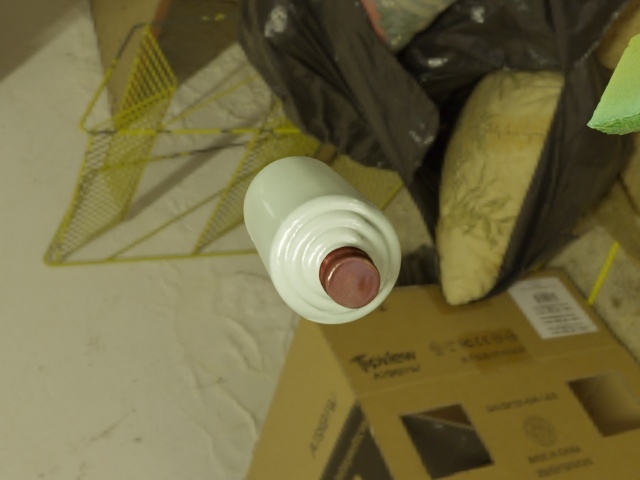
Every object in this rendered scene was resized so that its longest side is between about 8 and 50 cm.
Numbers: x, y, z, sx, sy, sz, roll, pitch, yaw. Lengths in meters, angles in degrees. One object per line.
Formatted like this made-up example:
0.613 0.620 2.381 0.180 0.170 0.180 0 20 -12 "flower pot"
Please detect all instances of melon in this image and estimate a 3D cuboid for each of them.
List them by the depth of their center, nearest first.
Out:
0.348 -0.177 0.810 0.262 0.053 0.113 -34 41 50 "melon"

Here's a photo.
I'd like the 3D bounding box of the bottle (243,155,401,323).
0.000 0.000 0.762 0.245 0.104 0.104 -128 40 -71 "bottle"
